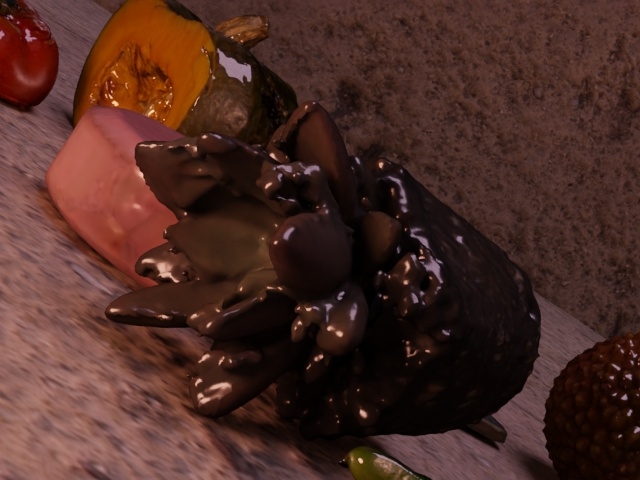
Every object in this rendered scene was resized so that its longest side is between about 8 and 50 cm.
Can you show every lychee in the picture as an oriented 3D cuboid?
[{"bbox_3d":[0.320,0.185,1.263,0.200,0.200,0.238,36,30,9],"label":"lychee"}]

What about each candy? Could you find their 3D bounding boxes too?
[{"bbox_3d":[-0.110,-0.018,1.042,0.255,0.094,0.255,34,8,-5],"label":"candy"}]

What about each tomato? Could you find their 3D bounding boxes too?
[{"bbox_3d":[-0.362,-0.233,1.277,0.228,0.101,0.228,37,9,-7],"label":"tomato"}]

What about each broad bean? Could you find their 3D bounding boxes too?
[{"bbox_3d":[0.090,0.192,0.794,0.195,0.046,0.061,36,-6,-34],"label":"broad bean"}]

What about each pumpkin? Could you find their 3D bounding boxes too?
[{"bbox_3d":[-0.141,-0.163,1.329,0.139,0.222,0.317,29,9,-35],"label":"pumpkin"}]

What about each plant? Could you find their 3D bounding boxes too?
[{"bbox_3d":[0.016,0.031,0.851,0.320,0.194,0.181,19,35,-47],"label":"plant"}]

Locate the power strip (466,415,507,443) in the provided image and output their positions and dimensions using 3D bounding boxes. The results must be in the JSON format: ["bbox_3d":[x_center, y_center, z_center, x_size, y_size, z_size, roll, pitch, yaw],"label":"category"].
[{"bbox_3d":[0.099,0.110,1.284,0.213,0.064,0.198,30,7,-27],"label":"power strip"}]
